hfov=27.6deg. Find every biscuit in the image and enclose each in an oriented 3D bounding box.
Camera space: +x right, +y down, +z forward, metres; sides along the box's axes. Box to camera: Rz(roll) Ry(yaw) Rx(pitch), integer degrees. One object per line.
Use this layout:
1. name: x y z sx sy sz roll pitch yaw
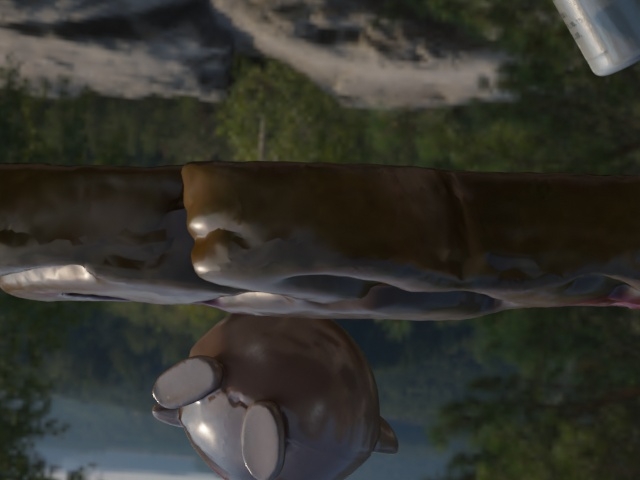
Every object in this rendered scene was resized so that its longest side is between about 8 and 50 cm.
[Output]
1. biscuit: 0.000 0.001 0.536 0.367 0.063 0.314 2 -178 -1

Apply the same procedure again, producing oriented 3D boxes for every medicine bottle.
1. medicine bottle: 0.202 -0.191 0.930 0.080 0.130 0.080 -30 -174 3

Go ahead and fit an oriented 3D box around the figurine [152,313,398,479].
1. figurine: -0.025 0.099 0.772 0.125 0.125 0.138 0 176 25
